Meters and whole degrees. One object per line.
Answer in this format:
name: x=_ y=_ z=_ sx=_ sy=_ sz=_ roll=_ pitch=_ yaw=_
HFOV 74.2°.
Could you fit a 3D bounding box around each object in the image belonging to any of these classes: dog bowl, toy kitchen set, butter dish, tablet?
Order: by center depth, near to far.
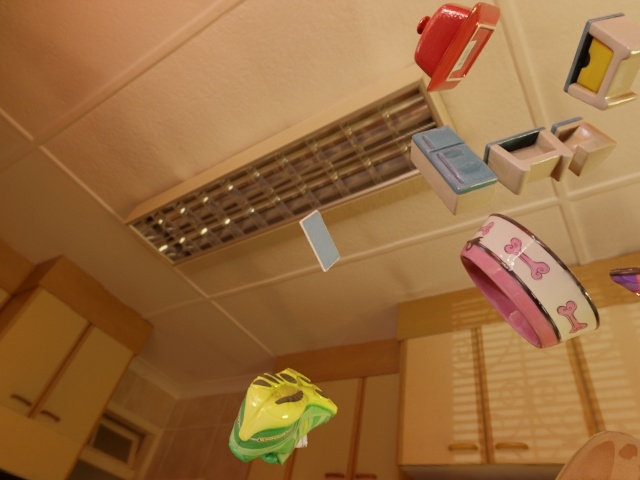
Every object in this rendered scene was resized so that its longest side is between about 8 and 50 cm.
toy kitchen set: x=0.227 y=-0.153 z=0.489 sx=0.207 sy=0.122 sz=0.166 roll=-18 pitch=-42 yaw=-7
tablet: x=0.000 y=0.000 z=0.630 sx=0.006 sy=0.054 sz=0.083 roll=-18 pitch=-77 yaw=35
butter dish: x=0.229 y=-0.370 z=0.777 sx=0.118 sy=0.160 sz=0.160 roll=41 pitch=-52 yaw=16
dog bowl: x=0.562 y=0.125 z=1.200 sx=0.150 sy=0.408 sz=0.408 roll=-38 pitch=-59 yaw=5

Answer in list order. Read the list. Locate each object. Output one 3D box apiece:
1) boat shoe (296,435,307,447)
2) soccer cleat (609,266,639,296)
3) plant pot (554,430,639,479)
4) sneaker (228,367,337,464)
boat shoe: x=-0.050 y=0.354 z=0.831 sx=0.035 sy=0.100 sz=0.035 roll=1 pitch=-38 yaw=-15
soccer cleat: x=0.961 y=0.139 z=1.213 sx=0.319 sy=0.116 sz=0.109 roll=8 pitch=-7 yaw=-22
plant pot: x=0.516 y=0.458 z=0.724 sx=0.237 sy=0.254 sz=0.236 roll=12 pitch=-69 yaw=33
sneaker: x=-0.063 y=0.281 z=0.682 sx=0.109 sy=0.123 sz=0.295 roll=34 pitch=-5 yaw=26
